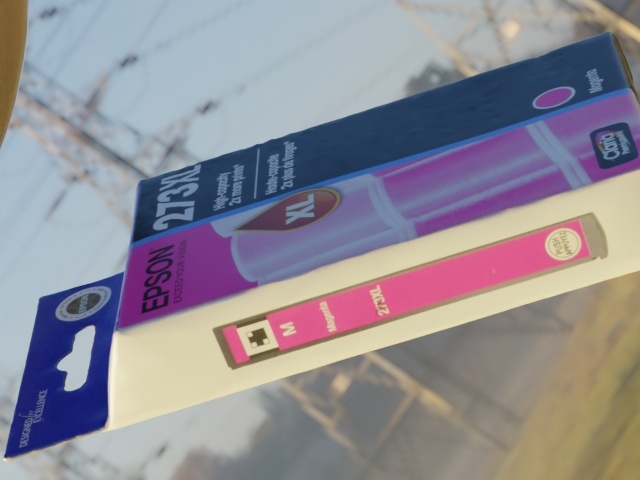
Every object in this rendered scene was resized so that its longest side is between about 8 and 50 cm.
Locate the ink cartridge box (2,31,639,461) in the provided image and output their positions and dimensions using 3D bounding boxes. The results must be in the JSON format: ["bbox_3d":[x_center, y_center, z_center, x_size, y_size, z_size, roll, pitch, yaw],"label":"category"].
[{"bbox_3d":[0.000,0.000,1.073,0.371,0.069,0.176,-19,26,9],"label":"ink cartridge box"}]

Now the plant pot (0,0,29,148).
[{"bbox_3d":[-0.297,-0.086,1.189,0.284,0.191,0.284,-13,1,0],"label":"plant pot"}]
